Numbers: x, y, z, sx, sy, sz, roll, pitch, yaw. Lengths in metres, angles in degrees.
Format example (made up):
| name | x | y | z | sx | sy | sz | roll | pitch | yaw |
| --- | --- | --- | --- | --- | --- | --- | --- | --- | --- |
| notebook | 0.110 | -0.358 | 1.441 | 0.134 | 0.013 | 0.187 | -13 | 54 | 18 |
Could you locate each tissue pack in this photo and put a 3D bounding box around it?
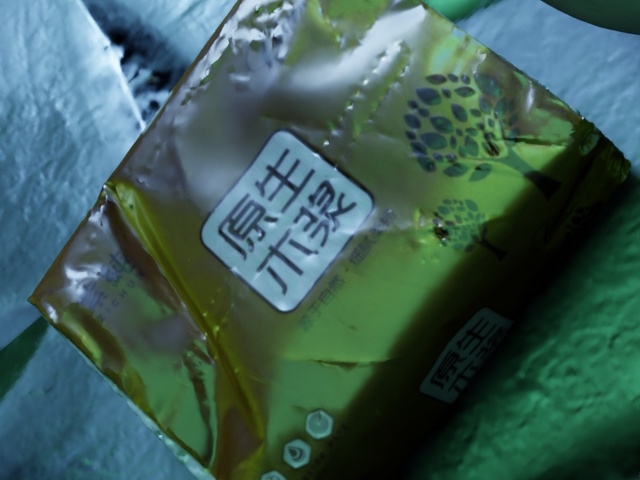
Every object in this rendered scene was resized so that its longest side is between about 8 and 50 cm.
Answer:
| name | x | y | z | sx | sy | sz | roll | pitch | yaw |
| --- | --- | --- | --- | --- | --- | --- | --- | --- | --- |
| tissue pack | 0.000 | 0.000 | 0.743 | 0.183 | 0.092 | 0.226 | 40 | 95 | 29 |

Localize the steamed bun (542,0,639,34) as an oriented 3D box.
| name | x | y | z | sx | sy | sz | roll | pitch | yaw |
| --- | --- | --- | --- | --- | --- | --- | --- | --- | --- |
| steamed bun | 0.153 | -0.186 | 0.678 | 0.231 | 0.145 | 0.232 | -4 | 73 | 12 |
